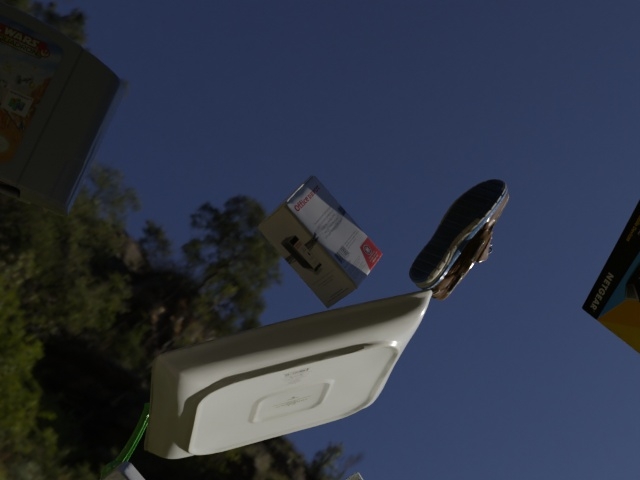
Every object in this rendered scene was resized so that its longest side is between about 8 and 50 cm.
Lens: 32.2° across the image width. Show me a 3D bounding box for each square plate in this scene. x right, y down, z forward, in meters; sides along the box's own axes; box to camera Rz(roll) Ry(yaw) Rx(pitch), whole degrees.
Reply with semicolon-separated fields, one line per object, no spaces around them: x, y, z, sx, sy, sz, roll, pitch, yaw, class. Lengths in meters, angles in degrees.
-0.047;0.188;1.416;0.344;0.347;0.049;110;-36;-60;square plate

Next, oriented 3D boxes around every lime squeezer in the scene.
-0.323;0.443;1.921;0.110;0.059;0.310;-7;-104;-3;lime squeezer

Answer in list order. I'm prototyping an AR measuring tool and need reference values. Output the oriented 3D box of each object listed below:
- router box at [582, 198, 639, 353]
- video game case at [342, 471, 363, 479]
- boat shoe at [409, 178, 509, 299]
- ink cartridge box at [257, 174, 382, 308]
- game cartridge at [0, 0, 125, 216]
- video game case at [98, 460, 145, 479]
0.373;0.041;1.178;0.133;0.046;0.178;40;-49;28;router box
0.037;0.450;1.657;0.143;0.019;0.157;-32;-90;0;video game case
0.193;-0.001;1.481;0.066;0.183;0.066;45;-7;-34;boat shoe
0.000;0.000;1.362;0.056;0.099;0.135;-37;-84;34;ink cartridge box
-0.382;-0.172;1.234;0.297;0.198;0.062;23;-17;-10;game cartridge
-0.138;0.341;0.877;0.204;0.025;0.285;-39;-87;12;video game case
